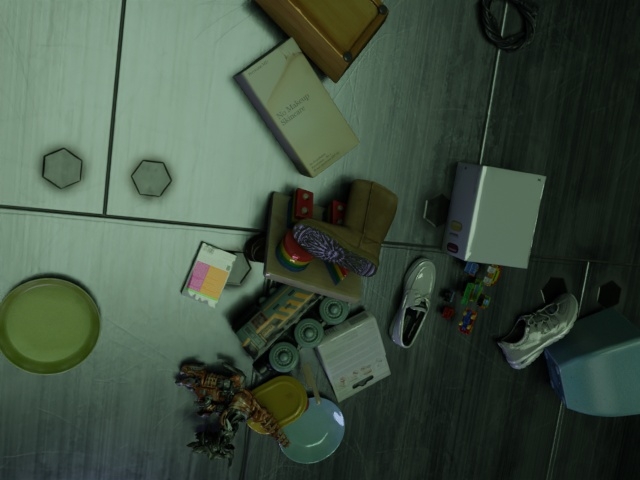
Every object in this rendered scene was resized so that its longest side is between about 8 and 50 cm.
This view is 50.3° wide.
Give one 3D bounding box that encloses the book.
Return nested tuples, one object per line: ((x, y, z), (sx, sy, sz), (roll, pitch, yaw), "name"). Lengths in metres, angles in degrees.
((-0.286, 0.087, 1.746), (0.096, 0.035, 0.144), (23, 92, -17), "book")

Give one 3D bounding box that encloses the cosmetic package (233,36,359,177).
((-0.058, -0.327, 1.698), (0.160, 0.113, 0.310), (-39, 110, -7), "cosmetic package")

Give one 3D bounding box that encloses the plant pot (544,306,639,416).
((0.822, 0.381, 2.043), (0.252, 0.248, 0.247), (-16, 105, 5), "plant pot")

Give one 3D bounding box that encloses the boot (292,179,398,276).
((0.066, -0.057, 1.676), (0.236, 0.270, 0.089), (31, 135, -12), "boot")

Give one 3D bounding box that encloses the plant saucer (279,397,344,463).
((-0.029, 0.524, 1.903), (0.194, 0.037, 0.195), (-3, 101, -17), "plant saucer")

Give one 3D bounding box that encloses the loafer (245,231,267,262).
((-0.084, 0.015, 1.769), (0.219, 0.078, 0.080), (-9, 102, -16), "loafer")

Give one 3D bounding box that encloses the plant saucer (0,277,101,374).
((-0.657, 0.205, 1.649), (0.240, 0.037, 0.241), (-3, 101, -17), "plant saucer")

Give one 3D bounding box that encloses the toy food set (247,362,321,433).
((-0.099, 0.436, 1.839), (0.217, 0.071, 0.128), (-27, 70, -1), "toy food set")

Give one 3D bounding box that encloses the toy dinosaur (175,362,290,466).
((-0.233, 0.444, 1.744), (0.321, 0.164, 0.219), (27, 84, 23), "toy dinosaur")

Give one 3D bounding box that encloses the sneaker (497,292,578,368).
((0.650, 0.254, 2.029), (0.281, 0.105, 0.115), (-45, 109, -5), "sneaker")

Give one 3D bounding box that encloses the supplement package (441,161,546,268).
((0.477, -0.072, 1.894), (0.203, 0.145, 0.262), (7, 97, -19), "supplement package")

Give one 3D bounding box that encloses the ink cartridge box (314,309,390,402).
((0.090, 0.323, 1.908), (0.180, 0.056, 0.225), (-26, 125, -12), "ink cartridge box")

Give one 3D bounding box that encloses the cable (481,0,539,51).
((0.509, -0.604, 1.863), (0.184, 0.047, 0.151), (17, 100, -22), "cable")

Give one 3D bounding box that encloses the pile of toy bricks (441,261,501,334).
((0.438, 0.154, 1.954), (0.105, 0.118, 0.212), (6, 107, -57), "pile of toy bricks")

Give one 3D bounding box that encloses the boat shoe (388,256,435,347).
((0.272, 0.178, 1.908), (0.095, 0.084, 0.258), (13, 96, -19), "boat shoe")

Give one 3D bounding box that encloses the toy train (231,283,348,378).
((-0.073, 0.200, 1.773), (0.334, 0.142, 0.190), (-43, 89, -7), "toy train")

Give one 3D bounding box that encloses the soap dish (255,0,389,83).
((0.014, -0.567, 1.653), (0.291, 0.118, 0.229), (42, 75, -21), "soap dish")

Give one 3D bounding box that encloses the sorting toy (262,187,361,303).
((0.000, 0.000, 1.707), (0.257, 0.089, 0.256), (18, 51, -20), "sorting toy")
